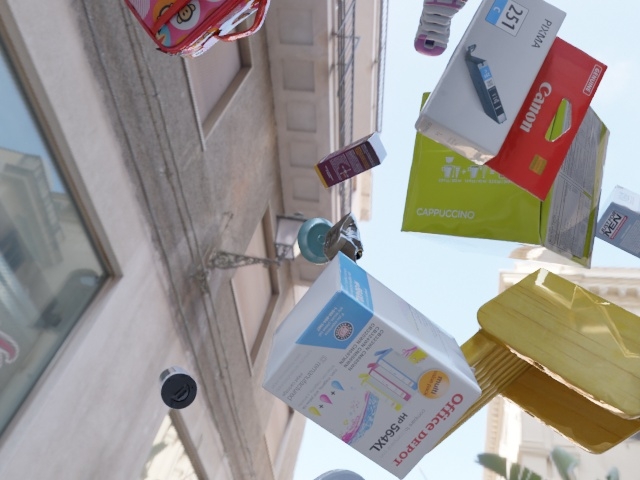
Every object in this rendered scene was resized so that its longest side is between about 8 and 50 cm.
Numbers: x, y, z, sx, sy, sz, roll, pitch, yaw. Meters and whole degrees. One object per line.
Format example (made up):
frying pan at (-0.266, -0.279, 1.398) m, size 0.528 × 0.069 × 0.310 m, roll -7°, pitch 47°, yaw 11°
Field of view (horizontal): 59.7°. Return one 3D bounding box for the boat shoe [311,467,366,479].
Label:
boat shoe at (-0.061, 0.482, 0.760) m, size 0.135 × 0.367 × 0.156 m, roll 38°, pitch -31°, yaw -4°

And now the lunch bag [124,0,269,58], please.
lunch bag at (-0.199, -0.467, 0.978) m, size 0.293 × 0.120 × 0.258 m, roll -35°, pitch -91°, yaw 17°

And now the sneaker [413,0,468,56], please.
sneaker at (0.277, -0.544, 1.278) m, size 0.095 × 0.105 × 0.236 m, roll 14°, pitch -31°, yaw -2°

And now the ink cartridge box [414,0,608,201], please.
ink cartridge box at (0.339, -0.257, 0.942) m, size 0.261 × 0.296 × 0.066 m, roll 29°, pitch -11°, yaw -1°

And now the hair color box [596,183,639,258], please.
hair color box at (0.951, -0.001, 1.519) m, size 0.374 × 0.185 × 0.114 m, roll 31°, pitch -57°, yaw 17°

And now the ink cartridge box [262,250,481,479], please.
ink cartridge box at (0.043, 0.095, 0.420) m, size 0.143 × 0.090 × 0.092 m, roll 36°, pitch -77°, yaw -8°

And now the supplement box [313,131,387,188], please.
supplement box at (0.089, -0.234, 1.633) m, size 0.188 × 0.104 × 0.081 m, roll -22°, pitch -74°, yaw 27°

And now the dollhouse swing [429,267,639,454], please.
dollhouse swing at (0.307, 0.262, 0.798) m, size 0.315 × 0.305 × 0.347 m, roll 32°, pitch -15°, yaw 29°

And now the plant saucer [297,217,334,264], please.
plant saucer at (0.000, 0.000, 1.400) m, size 0.119 × 0.119 × 0.021 m, roll 36°, pitch -21°, yaw -18°

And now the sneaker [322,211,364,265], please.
sneaker at (0.050, 0.007, 1.082) m, size 0.066 × 0.188 × 0.071 m, roll -38°, pitch -79°, yaw 24°

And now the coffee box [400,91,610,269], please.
coffee box at (0.430, -0.139, 1.288) m, size 0.337 × 0.338 × 0.334 m, roll 7°, pitch -4°, yaw 41°

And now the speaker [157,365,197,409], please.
speaker at (-0.229, 0.233, 0.888) m, size 0.055 × 0.055 × 0.136 m, roll 30°, pitch -15°, yaw -12°
